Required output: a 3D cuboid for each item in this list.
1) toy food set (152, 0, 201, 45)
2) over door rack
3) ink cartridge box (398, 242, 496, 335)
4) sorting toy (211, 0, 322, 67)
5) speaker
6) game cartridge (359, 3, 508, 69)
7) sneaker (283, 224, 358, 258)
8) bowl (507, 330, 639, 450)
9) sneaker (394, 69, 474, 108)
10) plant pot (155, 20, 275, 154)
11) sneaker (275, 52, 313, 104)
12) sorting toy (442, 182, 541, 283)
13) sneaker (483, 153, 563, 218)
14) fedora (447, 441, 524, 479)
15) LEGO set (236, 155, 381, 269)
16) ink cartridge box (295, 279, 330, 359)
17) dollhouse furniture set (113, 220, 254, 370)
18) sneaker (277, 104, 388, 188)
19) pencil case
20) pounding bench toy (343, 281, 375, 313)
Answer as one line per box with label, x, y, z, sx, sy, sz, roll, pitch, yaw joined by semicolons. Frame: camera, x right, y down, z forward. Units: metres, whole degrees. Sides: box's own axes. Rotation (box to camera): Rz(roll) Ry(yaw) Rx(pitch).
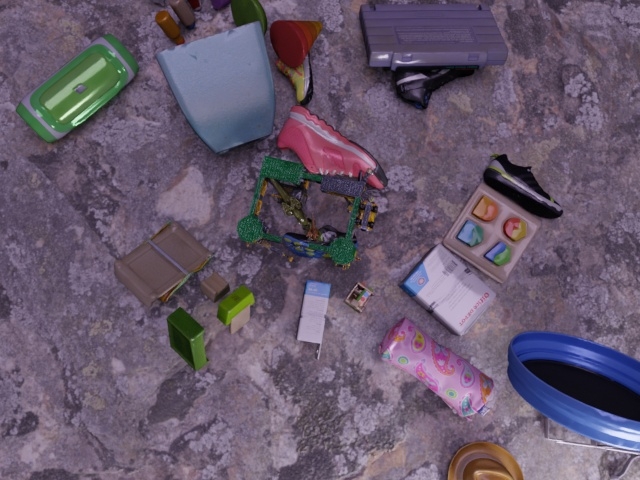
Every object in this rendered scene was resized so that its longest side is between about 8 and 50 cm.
toy food set;-0.386;-0.638;1.561;0.111;0.104;0.232;-23;64;6
over door rack;0.705;0.507;1.357;0.324;0.239;0.108;20;74;-1
ink cartridge box;0.314;0.123;1.471;0.191;0.082;0.139;43;81;2
sorting toy;-0.131;-0.588;1.528;0.366;0.127;0.126;40;61;23
speaker;-0.601;-0.378;1.470;0.296;0.131;0.131;-44;86;-9
game cartridge;0.289;-0.535;1.546;0.355;0.068;0.230;-2;57;-4
sneaker;0.000;0.000;1.487;0.188;0.067;0.078;3;59;-2
bowl;0.608;0.326;1.318;0.392;0.391;0.077;12;106;-2
sneaker;0.304;-0.410;1.571;0.217;0.079;0.121;-2;91;-4
plant pot;-0.229;-0.350;1.441;0.247;0.248;0.252;-21;100;-7
sneaker;-0.070;-0.448;1.549;0.094;0.081;0.208;-7;74;2
sorting toy;0.446;-0.022;1.527;0.193;0.038;0.208;34;80;2
sneaker;0.538;-0.149;1.532;0.235;0.084;0.097;33;79;2
fedora;0.401;0.578;1.402;0.195;0.079;0.194;1;80;-3
LEGO set;-0.026;-0.065;1.416;0.332;0.192;0.254;6;87;7
ink cartridge box;-0.022;0.192;1.424;0.060;0.104;0.180;10;79;-2
dollhouse furniture set;-0.330;0.127;1.436;0.302;0.151;0.198;38;58;20
sneaker;0.026;-0.207;1.510;0.314;0.116;0.136;36;94;6
pencil case;0.277;0.307;1.420;0.284;0.124;0.124;37;80;1
pounding bench toy;0.098;0.137;1.453;0.052;0.083;0.065;35;81;3
